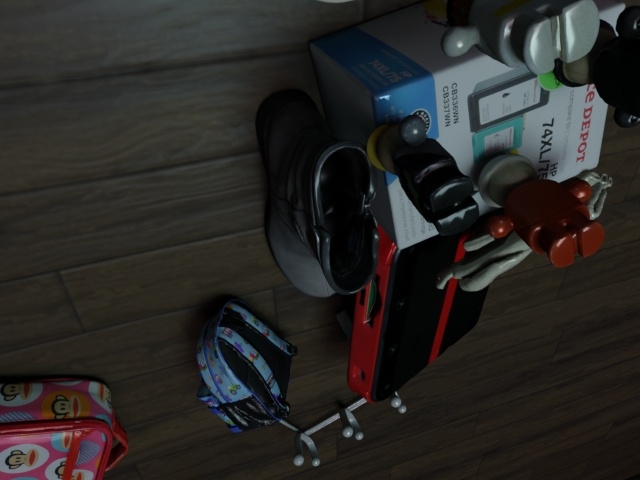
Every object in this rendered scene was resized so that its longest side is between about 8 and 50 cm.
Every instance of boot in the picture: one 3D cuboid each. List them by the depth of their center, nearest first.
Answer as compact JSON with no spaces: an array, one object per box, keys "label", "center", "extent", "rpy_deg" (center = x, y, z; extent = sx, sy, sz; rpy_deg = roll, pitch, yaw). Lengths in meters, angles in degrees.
[{"label":"boot","center":[0.000,0.000,0.613],"extent":[0.118,0.222,0.338],"rpy_deg":[-21,130,-8]}]

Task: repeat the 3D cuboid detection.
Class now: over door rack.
[{"label":"over door rack","center":[0.019,0.312,0.930],"extent":[0.239,0.108,0.324],"rpy_deg":[-31,130,0]}]

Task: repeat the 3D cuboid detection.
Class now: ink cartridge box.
[{"label":"ink cartridge box","center":[0.160,-0.162,0.578],"extent":[0.270,0.197,0.198],"rpy_deg":[-23,130,-6]}]

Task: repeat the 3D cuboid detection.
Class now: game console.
[{"label":"game console","center":[0.188,0.068,0.798],"extent":[0.342,0.060,0.386],"rpy_deg":[-27,135,-35]}]

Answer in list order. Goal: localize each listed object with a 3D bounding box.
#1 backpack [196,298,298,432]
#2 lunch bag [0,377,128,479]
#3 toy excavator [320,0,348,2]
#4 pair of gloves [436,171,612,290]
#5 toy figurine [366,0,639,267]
[{"label":"backpack","center":[-0.128,0.187,0.748],"extent":[0.117,0.158,0.173],"rpy_deg":[-25,119,20]},{"label":"lunch bag","center":[-0.440,0.344,0.757],"extent":[0.258,0.120,0.293],"rpy_deg":[6,123,-31]},{"label":"toy excavator","center":[0.043,-0.471,0.324],"extent":[0.445,0.222,0.433],"rpy_deg":[-33,132,21]},{"label":"pair of gloves","center":[0.253,-0.012,0.594],"extent":[0.204,0.042,0.240],"rpy_deg":[-36,177,35]},{"label":"toy figurine","center":[0.167,-0.102,0.408],"extent":[0.210,0.148,0.213],"rpy_deg":[11,122,-21]}]
